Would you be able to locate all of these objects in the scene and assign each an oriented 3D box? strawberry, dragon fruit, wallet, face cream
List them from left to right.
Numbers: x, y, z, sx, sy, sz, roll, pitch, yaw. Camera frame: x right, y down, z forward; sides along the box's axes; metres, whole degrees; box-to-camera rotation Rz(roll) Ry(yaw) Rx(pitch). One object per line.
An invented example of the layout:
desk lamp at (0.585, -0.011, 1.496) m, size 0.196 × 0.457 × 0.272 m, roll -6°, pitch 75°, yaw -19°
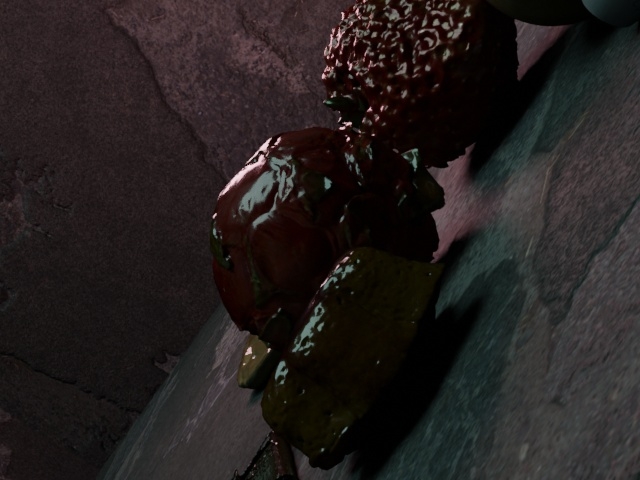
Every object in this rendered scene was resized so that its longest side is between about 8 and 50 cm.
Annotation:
wallet at (-0.082, 0.321, 1.782) m, size 0.133 × 0.039 × 0.243 m, roll -55°, pitch 7°, yaw 3°
dragon fruit at (0.000, 0.000, 1.724) m, size 0.342 × 0.277 × 0.277 m, roll -37°, pitch 16°, yaw 31°
strawberry at (0.168, -0.278, 1.903) m, size 0.351 × 0.267 × 0.312 m, roll -65°, pitch 27°, yaw 11°
face cream at (0.332, -0.286, 1.494) m, size 0.095 × 0.091 × 0.091 m, roll -60°, pitch 3°, yaw 37°

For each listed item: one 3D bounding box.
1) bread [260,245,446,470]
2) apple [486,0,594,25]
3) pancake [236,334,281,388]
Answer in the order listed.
bread at (0.035, 0.127, 1.463) m, size 0.246 × 0.135 × 0.232 m, roll -60°, pitch -6°, yaw -14°
apple at (0.289, -0.378, 1.660) m, size 0.257 × 0.257 × 0.234 m, roll -53°, pitch 37°, yaw 23°
pancake at (-0.061, 0.142, 2.451) m, size 0.294 × 0.049 × 0.294 m, roll -53°, pitch 10°, yaw 14°
